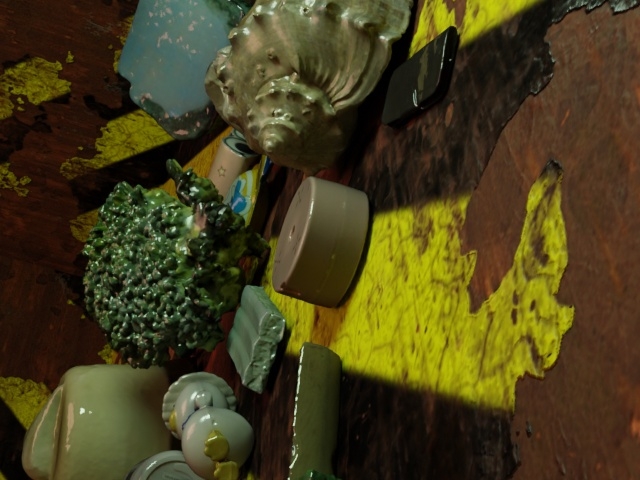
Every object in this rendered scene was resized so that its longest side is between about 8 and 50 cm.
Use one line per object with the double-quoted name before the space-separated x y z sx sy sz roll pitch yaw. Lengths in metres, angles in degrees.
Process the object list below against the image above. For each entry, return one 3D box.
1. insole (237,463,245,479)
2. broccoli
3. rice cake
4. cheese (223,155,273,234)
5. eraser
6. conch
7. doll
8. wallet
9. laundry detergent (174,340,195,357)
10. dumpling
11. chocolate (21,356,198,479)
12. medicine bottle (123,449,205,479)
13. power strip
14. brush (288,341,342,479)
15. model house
"insole" -0.115 0.357 1.337 0.197 0.004 0.065 -110 39 -67
"broccoli" -0.258 0.039 1.594 0.334 0.272 0.324 -8 106 36
"rice cake" -0.099 0.145 1.426 0.237 0.043 0.127 -136 64 -76
"cheese" -0.124 -0.080 1.706 0.177 0.069 0.270 -88 20 -44
"eraser" -0.195 -0.071 1.895 0.171 0.087 0.291 -58 -8 -66
"conch" -0.009 -0.268 1.264 0.297 0.210 0.352 -29 47 49
"doll" -0.168 0.274 1.399 0.293 0.119 0.138 -146 43 -74
"wallet" 0.110 -0.179 1.064 0.156 0.018 0.082 159 125 -71
"laundry detergent" -0.280 0.188 2.007 0.211 0.063 0.137 127 149 -53
"dumpling" -0.125 -0.258 1.674 0.247 0.172 0.142 -31 21 54
"chocolate" -0.421 0.375 1.887 0.314 0.297 0.326 -37 38 58
"medicine bottle" -0.253 0.412 1.525 0.215 0.135 0.135 140 144 -65
"power strip" 0.000 0.000 1.153 0.154 0.078 0.154 -163 90 -78
"brush" -0.002 0.226 0.973 0.048 0.054 0.282 -46 30 43
"model house" -0.226 -0.445 2.178 0.339 0.297 0.360 -30 -29 -56
